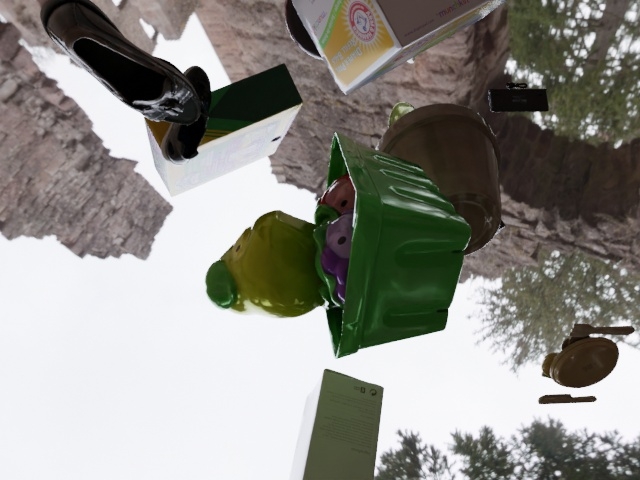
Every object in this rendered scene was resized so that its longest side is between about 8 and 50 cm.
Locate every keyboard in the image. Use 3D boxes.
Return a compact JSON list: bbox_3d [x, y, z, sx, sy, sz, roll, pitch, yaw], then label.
[{"bbox_3d":[0.619,-0.448,1.499,0.180,0.023,0.108,0,-106,0],"label":"keyboard"}]

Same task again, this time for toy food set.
[{"bbox_3d":[0.461,0.212,0.851,0.132,0.192,0.039,2,-148,-7],"label":"toy food set"}]

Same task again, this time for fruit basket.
[{"bbox_3d":[0.000,0.000,0.763,0.391,0.283,0.392,6,-155,-3],"label":"fruit basket"}]

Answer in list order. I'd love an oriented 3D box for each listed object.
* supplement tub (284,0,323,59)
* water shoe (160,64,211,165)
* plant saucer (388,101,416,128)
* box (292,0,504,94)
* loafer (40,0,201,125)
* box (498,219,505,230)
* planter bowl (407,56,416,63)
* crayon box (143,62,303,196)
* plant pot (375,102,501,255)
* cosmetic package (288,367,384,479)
[{"bbox_3d":[0.035,-0.319,0.625,0.105,0.106,0.198,9,-139,19],"label":"supplement tub"},{"bbox_3d":[-0.229,-0.232,0.880,0.080,0.072,0.203,-3,-108,42],"label":"water shoe"},{"bbox_3d":[0.304,-0.350,1.619,0.037,0.241,0.241,-17,-122,-16],"label":"plant saucer"},{"bbox_3d":[0.094,-0.235,0.430,0.203,0.114,0.103,-34,-81,-18],"label":"box"},{"bbox_3d":[-0.263,-0.226,0.679,0.096,0.267,0.084,-40,-118,10],"label":"loafer"},{"bbox_3d":[0.380,0.025,1.397,0.269,0.216,0.060,-27,-105,-3],"label":"box"},{"bbox_3d":[0.165,-0.467,1.005,0.109,0.162,0.162,14,-114,2],"label":"planter bowl"},{"bbox_3d":[-0.235,-0.243,1.127,0.313,0.363,0.106,-26,-90,-17],"label":"crayon box"},{"bbox_3d":[0.299,-0.121,1.147,0.322,0.323,0.281,-12,-141,8],"label":"plant pot"},{"bbox_3d":[0.019,0.515,1.048,0.156,0.217,0.385,18,-129,-3],"label":"cosmetic package"}]
